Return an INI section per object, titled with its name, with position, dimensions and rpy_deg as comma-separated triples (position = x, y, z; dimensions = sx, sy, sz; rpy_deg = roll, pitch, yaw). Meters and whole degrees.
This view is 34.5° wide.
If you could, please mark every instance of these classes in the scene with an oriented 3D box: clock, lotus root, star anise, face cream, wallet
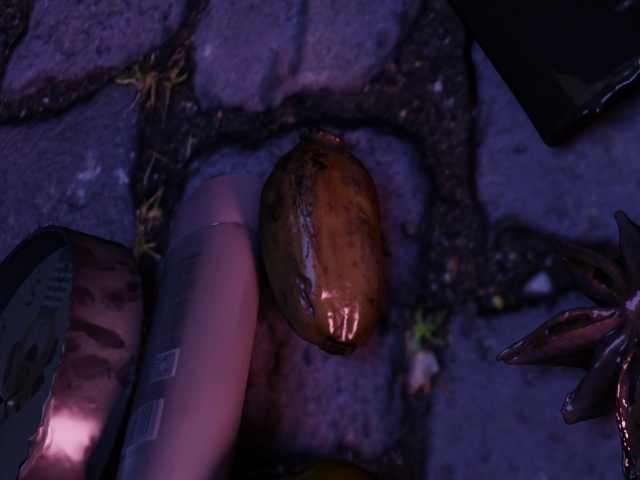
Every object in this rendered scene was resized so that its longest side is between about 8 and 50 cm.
[clock]
position = -0.247, 0.133, 0.835
dimensions = 0.312, 0.061, 0.313
rpy_deg = -37, 39, 38
[lotus root]
position = 0.000, 0.000, 0.762
dimensions = 0.080, 0.089, 0.179
rpy_deg = 131, 139, -60
[star anise]
position = 0.202, 0.044, 0.613
dimensions = 0.182, 0.065, 0.195
rpy_deg = 23, 90, 44
[face cream]
position = -0.090, 0.074, 0.760
dimensions = 0.107, 0.073, 0.269
rpy_deg = -33, 38, 39
[wallet]
position = 0.161, -0.252, 0.769
dimensions = 0.197, 0.051, 0.378
rpy_deg = -39, 55, 19

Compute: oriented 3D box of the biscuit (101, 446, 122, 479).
[biscuit]
position = -0.171, 0.318, 0.736
dimensions = 0.287, 0.057, 0.344
rpy_deg = -33, 40, 20

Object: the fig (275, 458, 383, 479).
[fig]
position = 0.018, 0.227, 0.638
dimensions = 0.186, 0.148, 0.142
rpy_deg = 45, 85, 0
